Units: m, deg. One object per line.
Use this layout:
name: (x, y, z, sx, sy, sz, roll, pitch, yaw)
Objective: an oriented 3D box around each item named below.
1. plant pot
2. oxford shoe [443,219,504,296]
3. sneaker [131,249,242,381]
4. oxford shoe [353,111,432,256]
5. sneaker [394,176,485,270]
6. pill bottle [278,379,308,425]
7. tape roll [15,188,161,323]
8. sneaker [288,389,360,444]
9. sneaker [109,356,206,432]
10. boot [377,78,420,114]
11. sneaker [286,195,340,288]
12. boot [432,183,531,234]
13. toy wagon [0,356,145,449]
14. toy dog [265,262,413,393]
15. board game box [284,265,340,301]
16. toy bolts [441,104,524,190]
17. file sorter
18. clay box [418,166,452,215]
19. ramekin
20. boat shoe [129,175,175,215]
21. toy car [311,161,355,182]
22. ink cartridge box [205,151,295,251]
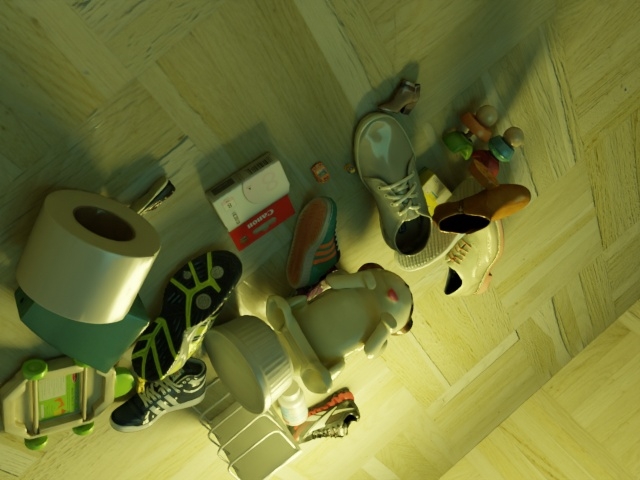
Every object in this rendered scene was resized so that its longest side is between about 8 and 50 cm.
plant pot: (-0.536, 0.151, 1.566, 0.165, 0.166, 0.234, -49, 133, 7)
oxford shoe: (0.492, 0.042, 2.315, 0.146, 0.140, 0.397, -15, 130, -19)
sneaker: (-0.332, 0.181, 1.801, 0.385, 0.145, 0.147, -51, 170, 5)
oxford shoe: (0.207, -0.138, 1.903, 0.169, 0.130, 0.450, -25, 124, -9)
sneaker: (0.388, -0.034, 2.172, 0.366, 0.135, 0.150, -41, 159, 13)
pill bottle: (-0.092, 0.520, 2.292, 0.087, 0.087, 0.160, -27, 137, -18)
tape roll: (-0.470, 0.030, 1.447, 0.246, 0.246, 0.169, 13, 116, -44)
sneaker: (0.020, 0.634, 2.443, 0.276, 0.135, 0.098, -28, 139, -15)
sneaker: (-0.429, 0.403, 1.908, 0.282, 0.099, 0.153, -16, 138, -37)
boot: (0.203, -0.367, 1.808, 0.118, 0.042, 0.087, -2, 119, -39)
sneaker: (0.000, 0.000, 1.912, 0.121, 0.108, 0.302, -10, 138, -34)
boot: (0.457, -0.076, 1.961, 0.295, 0.211, 0.104, -11, 104, 5)
toy wagon: (-0.610, 0.381, 1.772, 0.344, 0.068, 0.267, -11, 130, -33)
toy dog: (0.085, 0.229, 1.967, 0.407, 0.285, 0.395, -27, 161, -22)
board game box: (0.030, 0.218, 2.164, 0.208, 0.056, 0.347, -39, 140, 1)
toy bolts: (0.495, -0.260, 2.007, 0.158, 0.218, 0.228, -45, 149, 24)
file sorter: (-0.224, 0.540, 2.058, 0.192, 0.278, 0.173, -37, 138, -7)
clay box: (0.270, -0.095, 2.079, 0.222, 0.053, 0.127, -46, 136, 5)
ramekin: (-0.187, 0.325, 1.923, 0.127, 0.273, 0.273, -32, 139, -29)
boat shoe: (-0.378, -0.083, 1.573, 0.133, 0.049, 0.042, -44, 132, -6)
toy car: (0.037, -0.182, 1.827, 0.122, 0.040, 0.060, -25, 136, -19)
ink cartridge box: (-0.155, -0.081, 1.751, 0.189, 0.066, 0.232, -35, 135, -10)
